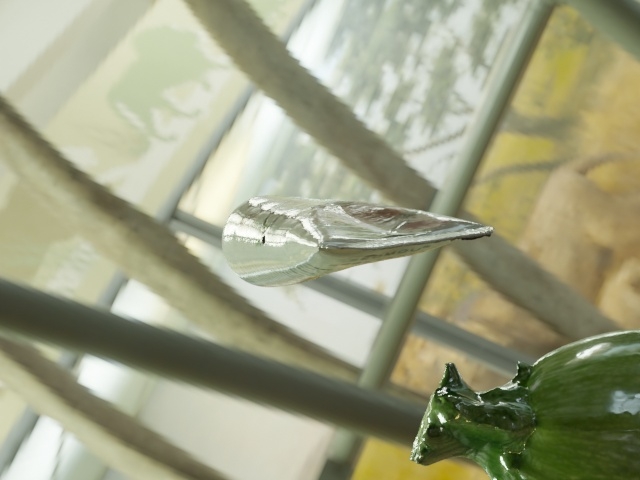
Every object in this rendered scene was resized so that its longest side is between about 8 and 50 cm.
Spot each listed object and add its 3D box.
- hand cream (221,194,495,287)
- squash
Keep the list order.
[{"bbox_3d":[0.000,0.000,0.720,0.234,0.080,0.050,179,84,-70],"label":"hand cream"},{"bbox_3d":[0.231,0.098,0.569,0.107,0.395,0.107,-170,90,-86],"label":"squash"}]
